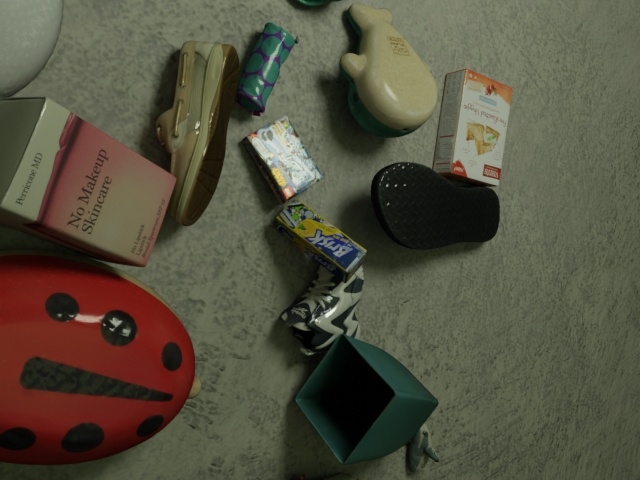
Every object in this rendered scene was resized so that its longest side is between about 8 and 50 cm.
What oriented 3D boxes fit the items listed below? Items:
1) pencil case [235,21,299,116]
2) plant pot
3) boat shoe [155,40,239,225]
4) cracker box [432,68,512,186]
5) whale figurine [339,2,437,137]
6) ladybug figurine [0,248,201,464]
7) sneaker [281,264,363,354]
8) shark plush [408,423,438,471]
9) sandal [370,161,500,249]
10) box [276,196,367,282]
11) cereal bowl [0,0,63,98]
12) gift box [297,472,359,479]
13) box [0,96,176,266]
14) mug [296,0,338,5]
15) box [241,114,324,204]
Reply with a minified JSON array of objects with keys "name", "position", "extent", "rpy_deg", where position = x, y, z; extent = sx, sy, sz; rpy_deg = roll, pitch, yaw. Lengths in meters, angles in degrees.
[{"name":"pencil case","position":[-0.097,-0.301,1.006],"extent":[0.152,0.064,0.070],"rpy_deg":[-67,160,-10]},{"name":"plant pot","position":[0.111,0.312,1.106],"extent":[0.234,0.165,0.166],"rpy_deg":[24,105,-47]},{"name":"boat shoe","position":[-0.211,-0.176,0.931],"extent":[0.098,0.109,0.303],"rpy_deg":[11,87,7]},{"name":"cracker box","position":[0.345,-0.248,1.294],"extent":[0.155,0.067,0.233],"rpy_deg":[9,89,-32]},{"name":"whale figurine","position":[0.116,-0.327,1.123],"extent":[0.216,0.141,0.272],"rpy_deg":[-8,73,-32]},{"name":"ladybug figurine","position":[-0.366,0.175,0.809],"extent":[0.449,0.161,0.306],"rpy_deg":[17,84,-33]},{"name":"sneaker","position":[-0.004,0.108,1.077],"extent":[0.153,0.094,0.235],"rpy_deg":[-11,110,-40]},{"name":"shark plush","position":[0.209,0.435,1.267],"extent":[0.067,0.073,0.161],"rpy_deg":[-18,110,0]},{"name":"sandal","position":[0.236,-0.060,1.231],"extent":[0.445,0.107,0.168],"rpy_deg":[7,88,-46]},{"name":"box","position":[0.000,0.000,1.040],"extent":[0.168,0.054,0.059],"rpy_deg":[37,68,15]},{"name":"cereal bowl","position":[-0.492,-0.336,0.705],"extent":[0.338,0.141,0.340],"rpy_deg":[-2,94,-34]},{"name":"gift box","position":[0.044,0.599,1.058],"extent":[0.276,0.258,0.255],"rpy_deg":[18,81,-52]},{"name":"box","position":[-0.336,-0.071,0.778],"extent":[0.232,0.126,0.149],"rpy_deg":[35,67,-55]},{"name":"mug","position":[0.031,-0.498,1.049],"extent":[0.097,0.157,0.130],"rpy_deg":[41,48,-31]},{"name":"box","position":[-0.067,-0.147,1.041],"extent":[0.094,0.027,0.137],"rpy_deg":[-34,97,-27]}]
